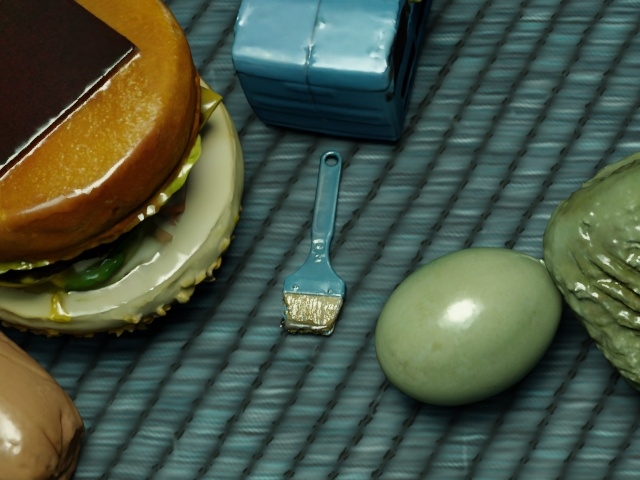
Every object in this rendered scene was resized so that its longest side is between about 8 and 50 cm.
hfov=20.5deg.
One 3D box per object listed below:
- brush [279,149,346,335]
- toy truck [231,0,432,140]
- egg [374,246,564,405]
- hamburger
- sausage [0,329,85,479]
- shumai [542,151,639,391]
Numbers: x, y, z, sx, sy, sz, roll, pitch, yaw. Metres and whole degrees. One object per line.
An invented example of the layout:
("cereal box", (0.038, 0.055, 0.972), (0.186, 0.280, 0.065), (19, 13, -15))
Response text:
("brush", (0.000, 0.000, 1.453), (0.051, 0.014, 0.164), (4, 67, 8))
("toy truck", (0.033, -0.280, 1.486), (0.161, 0.162, 0.385), (8, 67, 11))
("egg", (0.114, 0.064, 1.354), (0.152, 0.114, 0.114), (-29, 66, 0))
("hamburger", (-0.203, -0.063, 1.391), (0.291, 0.225, 0.291), (-5, 59, 8))
("sausage", (-0.313, 0.098, 1.393), (0.304, 0.121, 0.121), (36, 76, 19))
("shumai", (0.308, 0.002, 1.340), (0.261, 0.225, 0.222), (-2, 27, 16))
